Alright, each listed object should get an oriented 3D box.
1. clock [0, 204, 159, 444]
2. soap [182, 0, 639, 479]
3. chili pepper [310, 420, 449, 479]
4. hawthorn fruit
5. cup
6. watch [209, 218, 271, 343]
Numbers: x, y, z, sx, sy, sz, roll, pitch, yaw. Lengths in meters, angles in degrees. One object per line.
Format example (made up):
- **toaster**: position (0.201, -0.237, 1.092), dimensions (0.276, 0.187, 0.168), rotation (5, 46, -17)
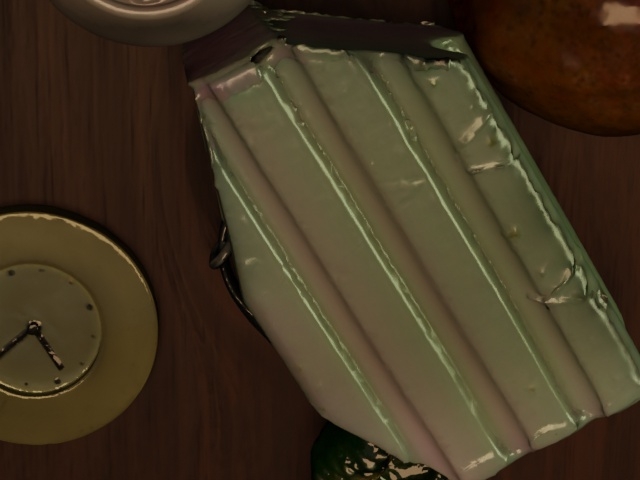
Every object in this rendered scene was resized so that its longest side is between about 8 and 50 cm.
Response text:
- **clock**: position (-0.269, 0.080, 1.702), dimensions (0.234, 0.029, 0.235), rotation (-1, 108, -2)
- **soap**: position (0.063, -0.007, 1.521), dimensions (0.261, 0.156, 0.446), rotation (-28, 116, 12)
- **chili pepper**: position (0.056, 0.257, 1.722), dimensions (0.148, 0.116, 0.265), rotation (4, 106, 10)
- **hawthorn fruit**: position (0.215, -0.201, 1.546), dimensions (0.248, 0.208, 0.208), rotation (13, 106, 10)
- **cup**: position (-0.130, -0.273, 1.447), dimensions (0.212, 0.317, 0.212), rotation (0, 107, 0)
- **watch**: position (0.000, 0.000, 1.660), dimensions (0.206, 0.068, 0.193), rotation (-18, 102, 1)
